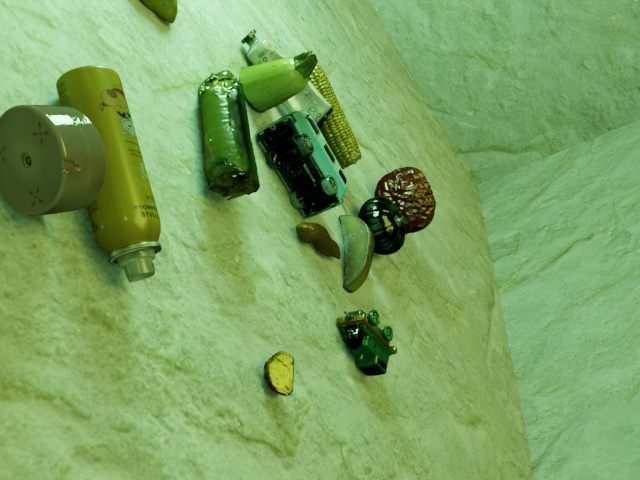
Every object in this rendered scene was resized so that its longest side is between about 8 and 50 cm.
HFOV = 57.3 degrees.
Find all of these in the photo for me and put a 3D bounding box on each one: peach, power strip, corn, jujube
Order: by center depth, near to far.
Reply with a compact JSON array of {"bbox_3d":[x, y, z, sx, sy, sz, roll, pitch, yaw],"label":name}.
[{"bbox_3d":[-0.381,-0.112,0.815,0.078,0.154,0.154,-21,89,-62],"label":"power strip"},{"bbox_3d":[-0.082,0.274,1.196,0.077,0.050,0.083,-41,98,-39],"label":"peach"},{"bbox_3d":[0.014,-0.380,1.828,0.344,0.131,0.131,63,26,-13],"label":"corn"},{"bbox_3d":[0.305,-0.141,2.105,0.213,0.213,0.232,4,67,-62],"label":"jujube"}]

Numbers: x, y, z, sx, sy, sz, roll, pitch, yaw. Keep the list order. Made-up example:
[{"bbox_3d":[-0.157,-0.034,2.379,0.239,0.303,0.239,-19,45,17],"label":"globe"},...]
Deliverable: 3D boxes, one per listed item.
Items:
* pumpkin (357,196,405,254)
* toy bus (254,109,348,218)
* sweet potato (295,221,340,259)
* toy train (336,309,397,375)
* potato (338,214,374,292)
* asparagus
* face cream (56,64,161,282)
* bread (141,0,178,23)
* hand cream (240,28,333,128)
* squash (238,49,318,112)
[{"bbox_3d":[0.204,-0.048,1.916,0.202,0.140,0.202,40,40,-44],"label":"pumpkin"},{"bbox_3d":[-0.040,-0.218,1.577,0.271,0.133,0.164,59,30,-18],"label":"toy bus"},{"bbox_3d":[0.002,-0.003,1.576,0.218,0.051,0.065,35,82,-48],"label":"sweet potato"},{"bbox_3d":[0.124,0.272,1.560,0.227,0.091,0.136,47,42,-37],"label":"toy train"},{"bbox_3d":[0.129,0.037,1.743,0.120,0.100,0.261,39,38,-45],"label":"potato"},{"bbox_3d":[-0.215,-0.264,1.312,0.128,0.108,0.381,27,44,-52],"label":"asparagus"},{"bbox_3d":[-0.334,-0.103,0.946,0.105,0.105,0.348,2,69,-63],"label":"face cream"},{"bbox_3d":[-0.370,-0.629,1.325,0.161,0.088,0.233,35,42,-56],"label":"bread"},{"bbox_3d":[-0.098,-0.456,1.686,0.336,0.121,0.076,47,-8,-23],"label":"hand cream"},{"bbox_3d":[-0.104,-0.406,1.512,0.137,0.287,0.137,-3,95,-41],"label":"squash"}]
